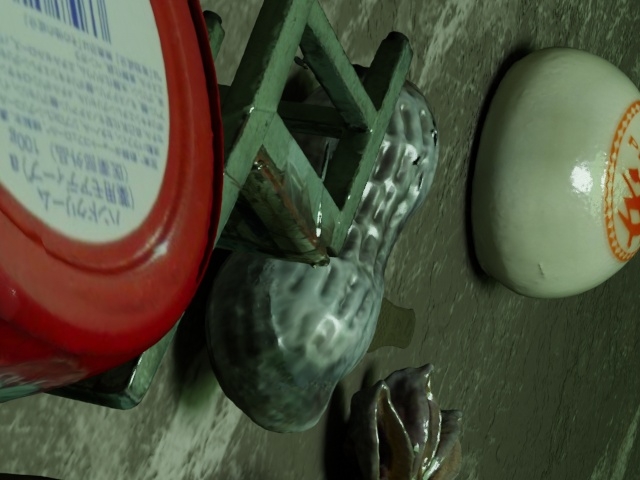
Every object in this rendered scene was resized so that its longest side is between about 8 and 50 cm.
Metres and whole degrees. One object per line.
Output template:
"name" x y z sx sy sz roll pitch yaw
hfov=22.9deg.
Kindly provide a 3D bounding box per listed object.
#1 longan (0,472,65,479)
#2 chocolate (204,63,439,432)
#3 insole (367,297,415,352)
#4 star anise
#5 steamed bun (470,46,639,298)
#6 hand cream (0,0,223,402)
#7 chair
"longan" -0.125 0.229 0.544 0.319 0.319 0.318 11 90 -67
"chocolate" 0.000 0.000 0.979 0.110 0.110 0.248 66 38 -53
"insole" 0.052 0.068 1.253 0.135 0.002 0.045 16 85 -67
"star anise" 0.055 0.199 1.228 0.197 0.073 0.212 29 76 -62
"steamed bun" 0.234 -0.057 1.434 0.232 0.145 0.231 11 90 -67
"hand cream" -0.141 -0.052 0.492 0.230 0.149 0.230 47 34 -46
"chair" -0.070 -0.028 0.761 0.147 0.136 0.270 58 46 -56
